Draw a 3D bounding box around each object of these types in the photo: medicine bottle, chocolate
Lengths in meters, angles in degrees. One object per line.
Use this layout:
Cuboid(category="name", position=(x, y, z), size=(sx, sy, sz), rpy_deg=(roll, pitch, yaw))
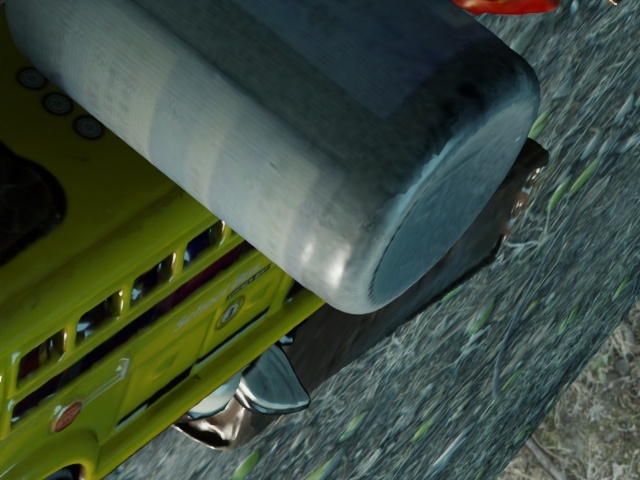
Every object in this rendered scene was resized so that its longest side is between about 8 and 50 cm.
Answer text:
Cuboid(category="medicine bottle", position=(-0.042, -0.071, 0.505), size=(0.083, 0.203, 0.083), rpy_deg=(-47, 166, -15))
Cuboid(category="chocolate", position=(0.000, 0.000, 0.961), size=(0.321, 0.112, 0.112), rpy_deg=(-29, 151, -54))

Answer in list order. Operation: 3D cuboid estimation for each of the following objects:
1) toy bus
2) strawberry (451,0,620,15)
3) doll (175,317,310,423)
Cuboid(category="toy bus", position=(-0.067, -0.021, 0.656), size=(0.331, 0.145, 0.151), rpy_deg=(-38, 160, -40))
Cuboid(category="strawberry", position=(0.052, -0.189, 0.572), size=(0.205, 0.205, 0.244), rpy_deg=(-51, 144, -2))
Cuboid(category="doll", position=(-0.093, 0.041, 0.750), size=(0.219, 0.091, 0.067), rpy_deg=(-9, 176, -34))
